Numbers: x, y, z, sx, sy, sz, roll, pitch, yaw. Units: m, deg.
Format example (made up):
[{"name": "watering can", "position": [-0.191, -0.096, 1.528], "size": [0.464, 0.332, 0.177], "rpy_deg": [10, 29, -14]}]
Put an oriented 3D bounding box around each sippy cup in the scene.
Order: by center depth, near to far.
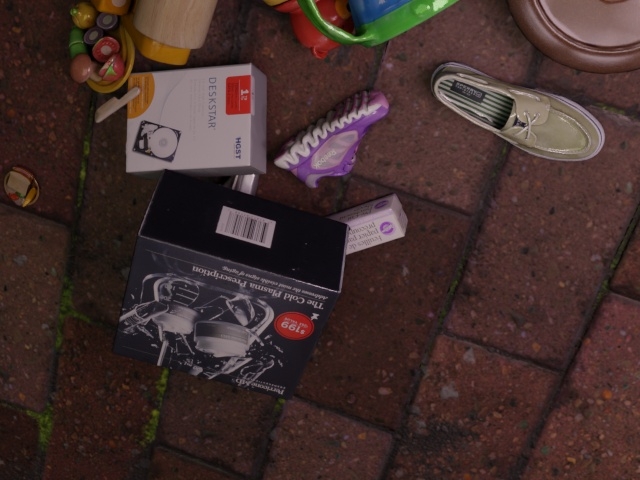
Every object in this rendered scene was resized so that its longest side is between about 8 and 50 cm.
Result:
[{"name": "sippy cup", "position": [0.111, -0.441, 1.339], "size": [0.240, 0.305, 0.224], "rpy_deg": [-20, 109, 41]}]

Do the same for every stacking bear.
[{"name": "stacking bear", "position": [-0.040, -0.435, 1.436], "size": [0.164, 0.175, 0.289], "rpy_deg": [-10, 122, 43]}]

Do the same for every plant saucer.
[{"name": "plant saucer", "position": [0.405, -0.377, 1.238], "size": [0.311, 0.050, 0.310], "rpy_deg": [6, 115, 13]}]

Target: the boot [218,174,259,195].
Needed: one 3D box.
[{"name": "boot", "position": [-0.195, -0.063, 1.669], "size": [0.123, 0.095, 0.258], "rpy_deg": [19, 118, -1]}]

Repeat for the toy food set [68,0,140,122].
[{"name": "toy food set", "position": [-0.391, -0.330, 1.565], "size": [0.128, 0.071, 0.218], "rpy_deg": [-19, 78, 31]}]

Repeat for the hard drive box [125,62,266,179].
[{"name": "hard drive box", "position": [-0.216, -0.205, 1.578], "size": [0.232, 0.089, 0.181], "rpy_deg": [-3, 83, 15]}]

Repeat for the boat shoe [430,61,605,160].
[{"name": "boat shoe", "position": [0.317, -0.200, 1.474], "size": [0.302, 0.094, 0.109], "rpy_deg": [22, 117, 5]}]

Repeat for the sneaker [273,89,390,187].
[{"name": "sneaker", "position": [0.034, -0.170, 1.571], "size": [0.236, 0.095, 0.104], "rpy_deg": [-31, 109, 30]}]

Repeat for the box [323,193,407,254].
[{"name": "box", "position": [0.000, 0.000, 1.661], "size": [0.324, 0.067, 0.063], "rpy_deg": [-18, 115, 22]}]

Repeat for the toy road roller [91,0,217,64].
[{"name": "toy road roller", "position": [-0.313, -0.437, 1.406], "size": [0.240, 0.329, 0.202], "rpy_deg": [3, 124, -34]}]

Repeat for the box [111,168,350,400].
[{"name": "box", "position": [-0.161, 0.087, 1.590], "size": [0.343, 0.179, 0.312], "rpy_deg": [16, 133, -7]}]

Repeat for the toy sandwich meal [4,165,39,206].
[{"name": "toy sandwich meal", "position": [-0.599, -0.105, 1.796], "size": [0.085, 0.029, 0.085], "rpy_deg": [6, 114, 12]}]
